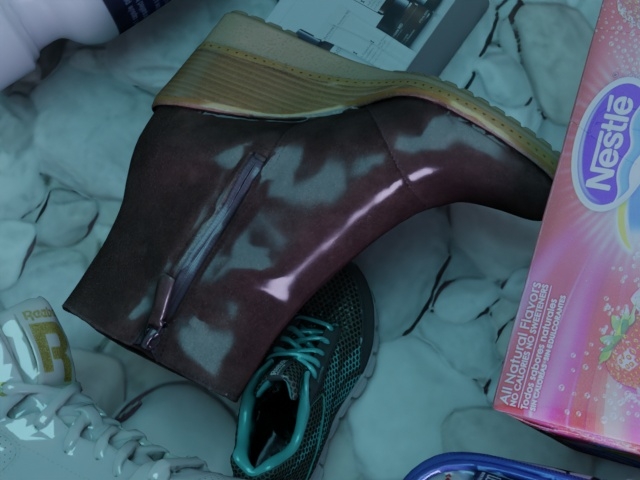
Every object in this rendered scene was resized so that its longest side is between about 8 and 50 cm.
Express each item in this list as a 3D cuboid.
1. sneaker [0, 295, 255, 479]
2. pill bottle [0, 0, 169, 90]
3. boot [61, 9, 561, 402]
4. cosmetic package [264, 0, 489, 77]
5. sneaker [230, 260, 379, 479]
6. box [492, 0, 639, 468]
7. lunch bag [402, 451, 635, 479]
[{"bbox_3d":[-0.133,0.111,1.091,0.292,0.108,0.169,-7,84,22],"label":"sneaker"},{"bbox_3d":[-0.130,-0.217,1.249,0.264,0.153,0.153,-36,66,-6],"label":"pill bottle"},{"bbox_3d":[0.000,0.000,1.120,0.248,0.090,0.207,22,80,18],"label":"boot"},{"bbox_3d":[-0.003,-0.089,1.224,0.099,0.060,0.239,30,75,21],"label":"cosmetic package"},{"bbox_3d":[-0.010,0.080,1.145,0.065,0.076,0.166,12,70,13],"label":"sneaker"},{"bbox_3d":[0.214,-0.024,1.069,0.142,0.154,0.300,13,82,26],"label":"box"},{"bbox_3d":[0.123,0.258,1.006,0.243,0.115,0.303,16,83,19],"label":"lunch bag"}]
